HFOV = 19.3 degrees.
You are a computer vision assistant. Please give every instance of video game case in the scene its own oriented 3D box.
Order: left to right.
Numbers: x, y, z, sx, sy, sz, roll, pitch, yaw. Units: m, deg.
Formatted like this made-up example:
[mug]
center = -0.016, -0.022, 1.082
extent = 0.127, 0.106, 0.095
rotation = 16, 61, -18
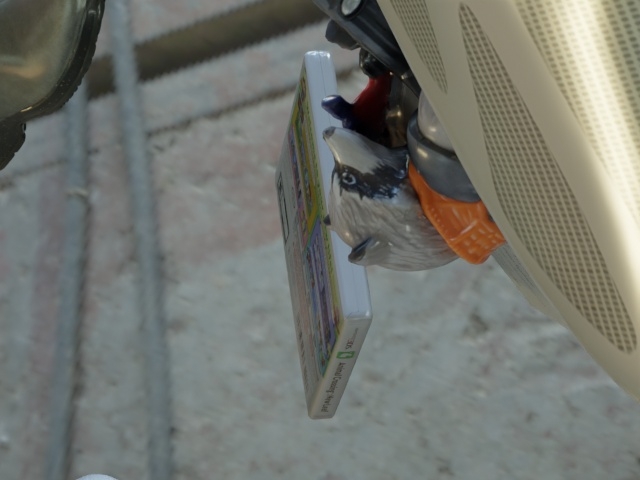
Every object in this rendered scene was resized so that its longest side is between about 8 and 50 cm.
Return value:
[video game case]
center = 0.000, 0.000, 1.381
extent = 0.023, 0.193, 0.212
rotation = -3, 65, -10

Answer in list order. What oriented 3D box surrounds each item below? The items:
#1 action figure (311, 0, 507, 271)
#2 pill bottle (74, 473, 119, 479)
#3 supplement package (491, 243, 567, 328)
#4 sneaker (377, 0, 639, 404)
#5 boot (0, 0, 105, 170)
[action figure]
center = 0.105, -0.118, 0.943
extent = 0.330, 0.341, 0.178
rotation = -50, 46, 15
[pill bottle]
center = -0.227, 0.275, 0.953
extent = 0.210, 0.363, 0.210
rotation = 34, 137, 38
[supplement package]
center = 0.246, 0.018, 1.314
extent = 0.134, 0.139, 0.244
rotation = -49, 45, -7
[sneaker]
center = -0.031, -0.147, 0.280
extent = 0.169, 0.257, 0.448
rotation = -18, 93, 45
[boot]
center = -0.236, -0.123, 1.143
extent = 0.246, 0.161, 0.083
rotation = -43, 42, 49
